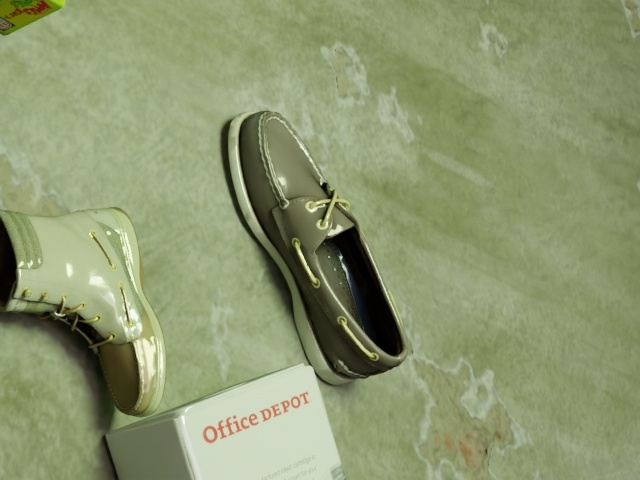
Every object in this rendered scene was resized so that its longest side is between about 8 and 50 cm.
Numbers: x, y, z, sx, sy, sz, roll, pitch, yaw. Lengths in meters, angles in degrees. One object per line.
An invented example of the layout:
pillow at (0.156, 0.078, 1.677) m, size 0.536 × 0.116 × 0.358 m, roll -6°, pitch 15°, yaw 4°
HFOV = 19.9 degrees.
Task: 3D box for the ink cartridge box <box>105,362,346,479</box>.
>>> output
ink cartridge box at (-0.069, 0.287, 1.816) m, size 0.207 × 0.117 × 0.283 m, roll -17°, pitch 89°, yaw -49°

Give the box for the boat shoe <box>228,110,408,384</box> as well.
boat shoe at (0.000, 0.000, 2.008) m, size 0.116 × 0.096 × 0.324 m, roll -27°, pitch 97°, yaw -48°

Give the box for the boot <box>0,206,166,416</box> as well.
boot at (-0.238, 0.070, 1.740) m, size 0.165 × 0.077 × 0.213 m, roll 0°, pitch 71°, yaw -48°

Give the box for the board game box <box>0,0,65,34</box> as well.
board game box at (-0.285, -0.302, 1.806) m, size 0.043 × 0.092 × 0.181 m, roll 28°, pitch 57°, yaw -40°
